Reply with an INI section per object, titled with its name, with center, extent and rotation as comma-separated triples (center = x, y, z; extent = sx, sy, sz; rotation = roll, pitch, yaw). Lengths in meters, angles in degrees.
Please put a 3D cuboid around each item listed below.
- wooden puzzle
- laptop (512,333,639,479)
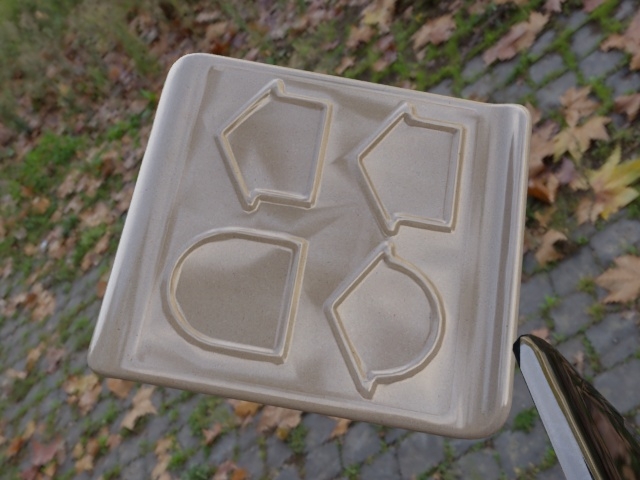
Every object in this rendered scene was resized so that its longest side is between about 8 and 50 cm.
[wooden puzzle]
center = 0.000, 0.000, 0.808
extent = 0.348, 0.080, 0.322
rotation = 8, 64, 4
[laptop]
center = 0.146, 0.316, 0.312
extent = 0.236, 0.382, 0.408
rotation = -40, 21, 16
